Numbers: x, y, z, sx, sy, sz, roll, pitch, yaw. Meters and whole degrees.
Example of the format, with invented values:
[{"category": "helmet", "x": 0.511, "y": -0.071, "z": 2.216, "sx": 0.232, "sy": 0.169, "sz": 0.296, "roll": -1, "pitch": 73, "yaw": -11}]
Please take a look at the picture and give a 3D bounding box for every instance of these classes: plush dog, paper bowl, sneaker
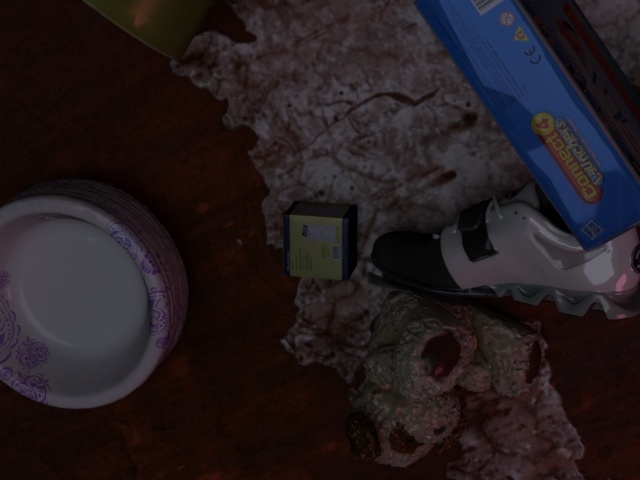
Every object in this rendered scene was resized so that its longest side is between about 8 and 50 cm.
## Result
[{"category": "plush dog", "x": 0.111, "y": 0.171, "z": 1.685, "sx": 0.210, "sy": 0.262, "sz": 0.225, "roll": 32, "pitch": 107, "yaw": 38}, {"category": "paper bowl", "x": -0.307, "y": 0.059, "z": 1.768, "sx": 0.284, "sy": 0.148, "sz": 0.284, "roll": 5, "pitch": 109, "yaw": 13}, {"category": "sneaker", "x": 0.215, "y": -0.008, "z": 1.611, "sx": 0.330, "sy": 0.122, "sz": 0.146, "roll": 6, "pitch": 111, "yaw": 24}]

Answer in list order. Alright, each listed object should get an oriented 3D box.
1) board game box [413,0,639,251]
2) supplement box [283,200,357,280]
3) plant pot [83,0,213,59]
[{"category": "board game box", "x": 0.243, "y": -0.177, "z": 1.464, "sx": 0.086, "sy": 0.302, "sz": 0.308, "roll": -33, "pitch": 98, "yaw": 22}, {"category": "supplement box", "x": 0.000, "y": 0.000, "z": 1.719, "sx": 0.083, "sy": 0.056, "sz": 0.083, "roll": 5, "pitch": 110, "yaw": 13}, {"category": "plant pot", "x": -0.176, "y": -0.400, "z": 1.537, "sx": 0.274, "sy": 0.275, "sz": 0.293, "roll": 39, "pitch": 98, "yaw": -1}]
